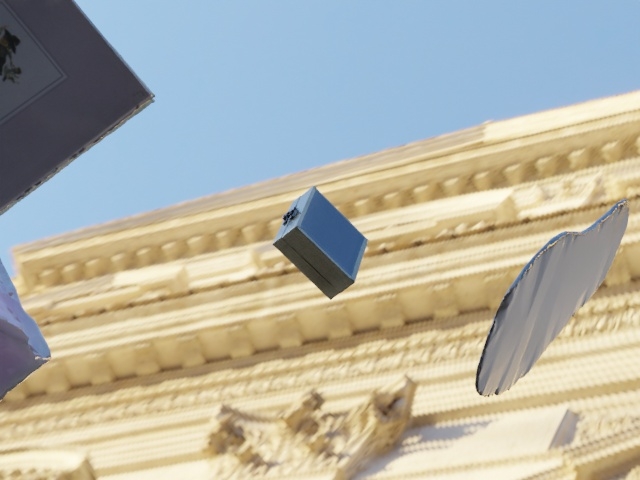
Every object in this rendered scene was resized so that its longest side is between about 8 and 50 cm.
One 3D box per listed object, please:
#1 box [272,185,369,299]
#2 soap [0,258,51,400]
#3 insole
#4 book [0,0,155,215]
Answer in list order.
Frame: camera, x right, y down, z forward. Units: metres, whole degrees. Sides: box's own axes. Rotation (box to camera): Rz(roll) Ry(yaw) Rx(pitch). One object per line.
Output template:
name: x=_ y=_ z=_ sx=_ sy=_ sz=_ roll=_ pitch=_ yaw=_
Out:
box: x=0.000 y=0.000 z=1.274 sx=0.035 sy=0.079 sz=0.083 roll=-37 pitch=-73 yaw=30
soap: x=-0.217 y=0.049 z=0.395 sx=0.259 sy=0.081 sz=0.181 roll=-42 pitch=-133 yaw=6
insole: x=0.164 y=0.034 z=0.930 sx=0.007 sy=0.328 sz=0.111 roll=24 pitch=-68 yaw=20
book: x=-0.190 y=-0.074 z=0.710 sx=0.127 sy=0.181 sz=0.014 roll=50 pitch=-29 yaw=-4
